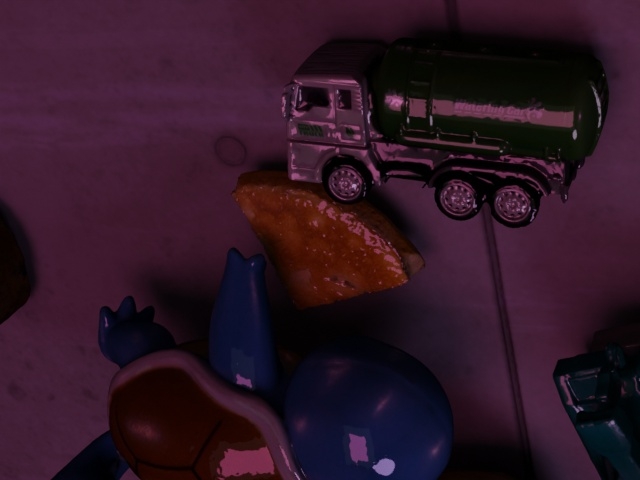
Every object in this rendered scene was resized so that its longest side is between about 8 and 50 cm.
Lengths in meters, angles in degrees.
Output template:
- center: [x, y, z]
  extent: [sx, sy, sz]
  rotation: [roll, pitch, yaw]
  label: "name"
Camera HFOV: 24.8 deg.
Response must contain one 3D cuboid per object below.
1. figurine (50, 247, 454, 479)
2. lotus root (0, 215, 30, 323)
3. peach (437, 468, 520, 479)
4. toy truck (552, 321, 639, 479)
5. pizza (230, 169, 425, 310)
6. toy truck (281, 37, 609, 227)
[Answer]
- center: [-0.084, 0.159, 1.293]
  extent: [0.416, 0.243, 0.298]
  rotation: [-19, 118, 19]
  label: "figurine"
- center: [-0.400, 0.006, 1.402]
  extent: [0.235, 0.119, 0.138]
  rotation: [30, 133, 6]
  label: "lotus root"
- center: [0.110, 0.302, 1.310]
  extent: [0.236, 0.214, 0.214]
  rotation: [6, 126, 25]
  label: "peach"
- center: [0.306, 0.215, 1.180]
  extent: [0.177, 0.178, 0.363]
  rotation: [-15, 118, 33]
  label: "toy truck"
- center: [0.000, -0.001, 1.252]
  extent: [0.175, 0.046, 0.134]
  rotation: [34, 135, 4]
  label: "pizza"
- center: [0.094, -0.092, 1.108]
  extent: [0.243, 0.101, 0.125]
  rotation: [6, 121, 18]
  label: "toy truck"
